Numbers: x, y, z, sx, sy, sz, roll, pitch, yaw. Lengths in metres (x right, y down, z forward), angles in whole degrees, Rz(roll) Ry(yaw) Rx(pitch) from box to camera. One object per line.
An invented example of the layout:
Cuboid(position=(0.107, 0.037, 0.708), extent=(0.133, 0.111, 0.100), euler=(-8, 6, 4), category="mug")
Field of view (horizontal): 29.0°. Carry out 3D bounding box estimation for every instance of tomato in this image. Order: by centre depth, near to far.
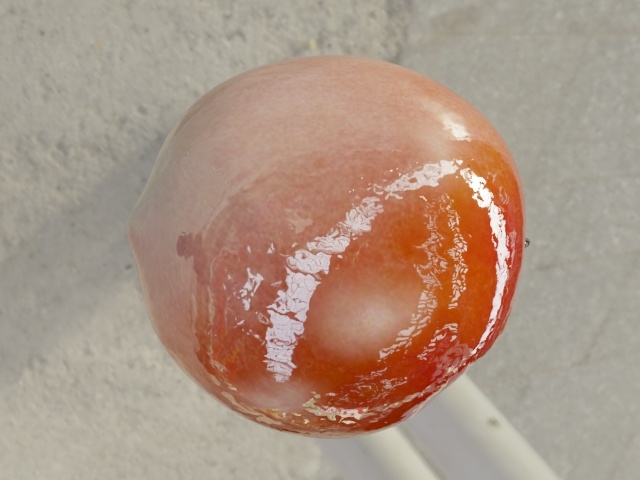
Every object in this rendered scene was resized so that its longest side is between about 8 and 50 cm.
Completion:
Cuboid(position=(0.000, 0.000, 1.020), extent=(0.321, 0.321, 0.321), euler=(-22, 136, -22), category="tomato")
